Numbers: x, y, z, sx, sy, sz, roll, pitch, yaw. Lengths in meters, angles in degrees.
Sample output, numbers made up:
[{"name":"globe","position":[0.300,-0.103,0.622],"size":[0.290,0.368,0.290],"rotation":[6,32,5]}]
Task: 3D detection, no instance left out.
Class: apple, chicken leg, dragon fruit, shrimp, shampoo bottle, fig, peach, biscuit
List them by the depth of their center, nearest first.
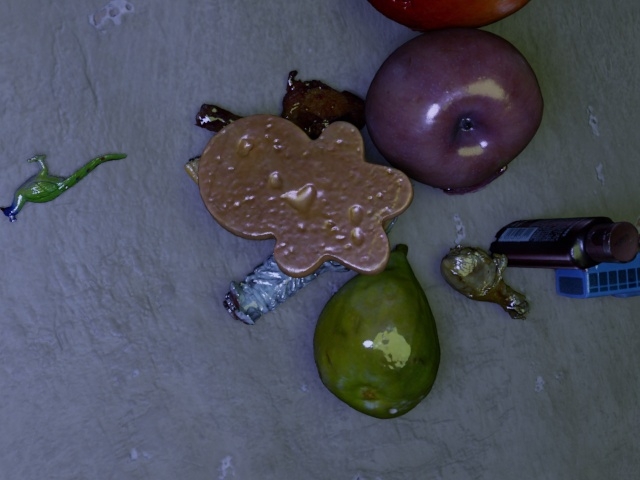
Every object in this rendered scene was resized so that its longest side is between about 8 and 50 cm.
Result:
[{"name":"biscuit","position":[-0.031,-0.077,1.346],"size":[0.355,0.052,0.275],"rotation":[17,80,7]},{"name":"apple","position":[0.232,-0.225,1.431],"size":[0.306,0.235,0.305],"rotation":[-3,123,-5]},{"name":"peach","position":[0.235,-0.528,1.435],"size":[0.370,0.370,0.370],"rotation":[0,89,-23]},{"name":"shrimp","position":[0.002,-0.001,1.442],"size":[0.410,0.166,0.221],"rotation":[-40,82,-4]},{"name":"chicken leg","position":[-0.057,-0.208,1.460],"size":[0.322,0.083,0.177],"rotation":[-26,90,-23]},{"name":"fig","position":[0.092,0.157,1.475],"size":[0.233,0.233,0.314],"rotation":[6,44,-23]},{"name":"shampoo bottle","position":[0.458,0.005,1.534],"size":[0.129,0.323,0.084],"rotation":[-33,102,-21]},{"name":"dragon fruit","position":[0.287,-0.144,1.599],"size":[0.147,0.096,0.102],"rotation":[-11,82,8]},{"name":"chicken leg","position":[0.334,0.080,1.610],"size":[0.228,0.088,0.103],"rotation":[28,66,-16]}]

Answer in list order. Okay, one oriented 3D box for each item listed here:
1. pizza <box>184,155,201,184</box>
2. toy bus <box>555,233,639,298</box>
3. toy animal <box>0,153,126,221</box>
[{"name":"pizza","position":[-0.154,-0.107,1.412],"size":[0.160,0.035,0.099],"rotation":[30,116,-14]},{"name":"toy bus","position":[0.619,0.055,1.716],"size":[0.234,0.116,0.133],"rotation":[-4,91,-21]},{"name":"toy animal","position":[-0.424,-0.115,1.318],"size":[0.217,0.041,0.075],"rotation":[-35,104,-24]}]
